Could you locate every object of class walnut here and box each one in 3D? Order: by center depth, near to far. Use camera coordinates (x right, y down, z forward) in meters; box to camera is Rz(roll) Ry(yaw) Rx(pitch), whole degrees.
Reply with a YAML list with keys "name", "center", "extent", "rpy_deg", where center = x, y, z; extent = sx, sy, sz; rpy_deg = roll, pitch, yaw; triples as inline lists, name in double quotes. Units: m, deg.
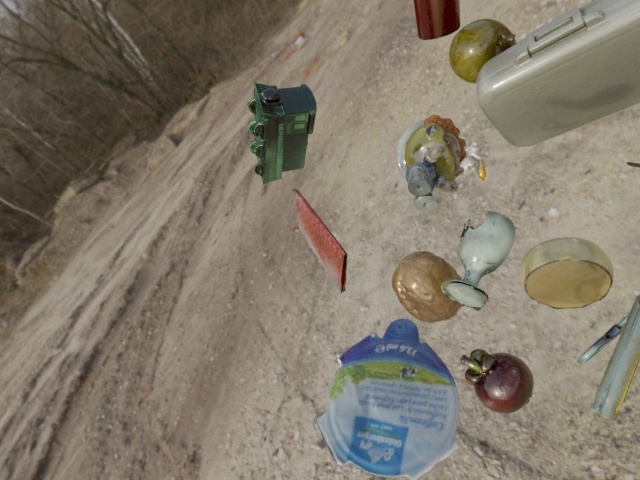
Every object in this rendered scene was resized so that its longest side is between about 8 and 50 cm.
- name: "walnut"
  center: [0.486, 0.205, 1.960]
  extent: [0.306, 0.344, 0.306]
  rpy_deg: [-45, 15, 16]

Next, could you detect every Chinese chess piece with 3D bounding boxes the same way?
- name: "Chinese chess piece"
  center: [0.764, 0.105, 1.339]
  extent: [0.257, 0.257, 0.104]
  rpy_deg: [-23, 35, 36]

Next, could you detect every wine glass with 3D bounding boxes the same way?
- name: "wine glass"
  center: [0.583, 0.061, 1.566]
  extent: [0.190, 0.190, 0.357]
  rpy_deg: [-2, 53, 51]

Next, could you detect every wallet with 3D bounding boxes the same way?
- name: "wallet"
  center: [0.000, 0.000, 0.824]
  extent: [0.020, 0.103, 0.197]
  rpy_deg: [-20, 47, -16]

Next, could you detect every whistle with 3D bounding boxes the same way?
- name: "whistle"
  center: [0.743, 0.275, 1.036]
  extent: [0.057, 0.067, 0.327]
  rpy_deg: [23, 94, 38]

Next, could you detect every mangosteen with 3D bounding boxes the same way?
- name: "mangosteen"
  center: [0.624, 0.487, 1.533]
  extent: [0.257, 0.215, 0.215]
  rpy_deg: [35, 81, 16]

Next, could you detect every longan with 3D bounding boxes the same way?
- name: "longan"
  center: [0.392, -0.451, 1.017]
  extent: [0.154, 0.145, 0.176]
  rpy_deg: [-41, 23, -19]

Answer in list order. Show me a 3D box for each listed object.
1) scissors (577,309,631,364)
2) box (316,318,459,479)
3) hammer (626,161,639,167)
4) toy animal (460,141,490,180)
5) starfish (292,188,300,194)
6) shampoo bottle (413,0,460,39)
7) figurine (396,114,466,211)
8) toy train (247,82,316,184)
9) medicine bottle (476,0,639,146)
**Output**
- name: "scissors"
  center: [0.881, 0.209, 1.206]
  extent: [0.029, 0.255, 0.384]
  rpy_deg: [49, 114, 32]
- name: "box"
  center: [0.158, 0.334, 0.862]
  extent: [0.262, 0.206, 0.292]
  rpy_deg: [-3, 51, 24]
- name: "hammer"
  center: [1.008, -0.218, 1.290]
  extent: [0.178, 0.065, 0.021]
  rpy_deg: [-129, 46, -69]
- name: "toy animal"
  center: [0.620, -0.310, 1.796]
  extent: [0.182, 0.131, 0.127]
  rpy_deg: [-58, 31, 5]
- name: "starfish"
  center: [-0.087, -0.171, 1.725]
  extent: [0.028, 0.091, 0.078]
  rpy_deg: [-34, -8, 19]
- name: "shampoo bottle"
  center: [0.246, -0.576, 0.924]
  extent: [0.102, 0.260, 0.064]
  rpy_deg: [-13, 50, 11]
- name: "figurine"
  center: [0.300, -0.231, 1.243]
  extent: [0.204, 0.225, 0.382]
  rpy_deg: [-14, 14, 31]
- name: "toy train"
  center: [-0.112, -0.298, 1.219]
  extent: [0.178, 0.330, 0.139]
  rpy_deg: [-12, 64, -14]
- name: "medicine bottle"
  center: [0.543, -0.354, 0.909]
  extent: [0.374, 0.282, 0.123]
  rpy_deg: [-19, 53, 40]
